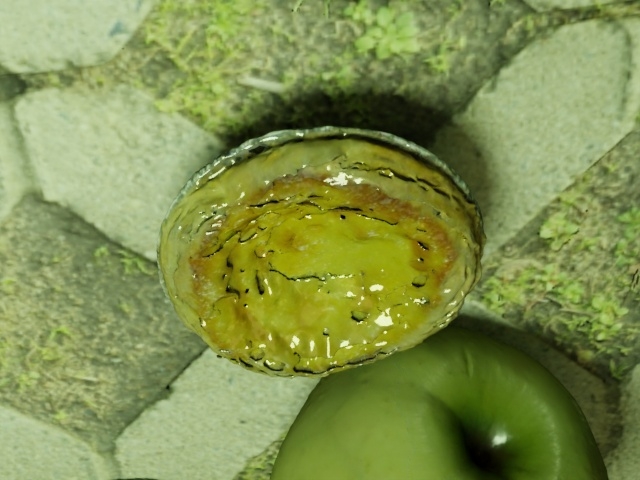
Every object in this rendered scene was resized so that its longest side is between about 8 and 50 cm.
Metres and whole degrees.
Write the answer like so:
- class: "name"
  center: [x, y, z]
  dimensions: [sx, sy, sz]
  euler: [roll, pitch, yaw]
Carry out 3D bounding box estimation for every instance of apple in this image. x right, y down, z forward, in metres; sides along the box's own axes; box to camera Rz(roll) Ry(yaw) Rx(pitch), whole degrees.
- class: "apple"
  center: [0.095, 0.209, 1.125]
  dimensions: [0.279, 0.279, 0.279]
  euler: [-5, 136, -5]

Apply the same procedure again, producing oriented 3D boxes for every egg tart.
- class: "egg tart"
  center: [0.000, 0.000, 0.984]
  dimensions: [0.234, 0.094, 0.234]
  euler: [-3, 137, -3]
